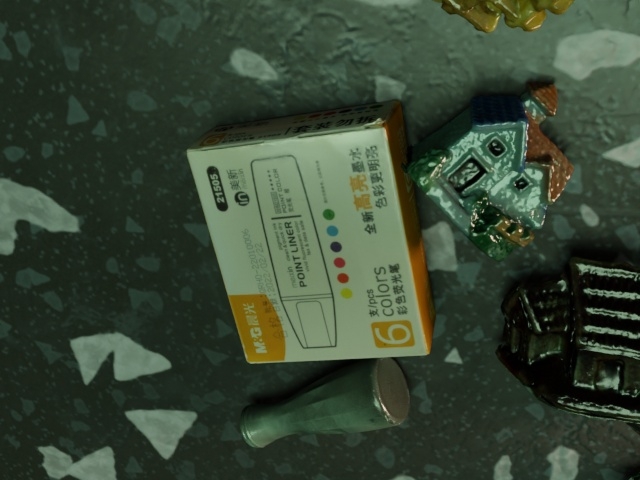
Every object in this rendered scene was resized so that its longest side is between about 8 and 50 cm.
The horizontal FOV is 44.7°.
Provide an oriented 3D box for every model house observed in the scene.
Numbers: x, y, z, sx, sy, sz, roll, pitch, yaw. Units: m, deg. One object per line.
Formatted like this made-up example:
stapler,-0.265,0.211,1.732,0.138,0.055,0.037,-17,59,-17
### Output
model house,0.180,-0.079,0.745,0.148,0.119,0.149,43,111,-10
model house,0.266,0.090,0.809,0.165,0.106,0.152,6,118,17

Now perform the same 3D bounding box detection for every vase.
vase,-0.001,0.208,0.961,0.214,0.086,0.086,-22,110,28

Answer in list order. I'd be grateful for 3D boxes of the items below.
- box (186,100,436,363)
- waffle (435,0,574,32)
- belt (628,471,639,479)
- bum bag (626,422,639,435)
box,0.000,0.000,0.839,0.221,0.091,0.273,-7,115,18
waffle,0.104,-0.271,0.622,0.249,0.056,0.253,28,162,19
belt,0.416,0.306,0.881,0.151,0.121,0.079,-10,117,24
bum bag,0.381,0.122,0.820,0.102,0.069,0.248,27,131,45
